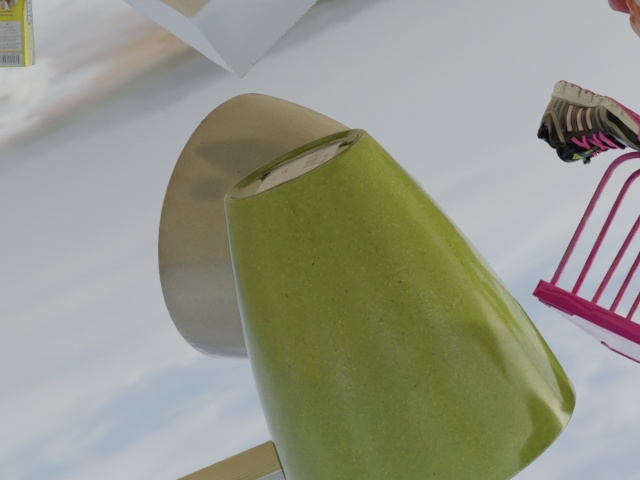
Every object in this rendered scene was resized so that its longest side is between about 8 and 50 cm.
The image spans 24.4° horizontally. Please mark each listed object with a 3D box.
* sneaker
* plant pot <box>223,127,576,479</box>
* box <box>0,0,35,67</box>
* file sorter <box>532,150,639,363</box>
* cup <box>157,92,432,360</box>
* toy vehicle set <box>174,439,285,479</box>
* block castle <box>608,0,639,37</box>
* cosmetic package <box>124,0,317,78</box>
[{"bbox_3d":[0.273,-0.105,1.479,0.074,0.063,0.170,-61,-149,4],"label":"sneaker"},{"bbox_3d":[0.041,0.060,1.302,0.275,0.293,0.275,-24,-167,6],"label":"plant pot"},{"bbox_3d":[-0.338,-0.259,1.448,0.105,0.179,0.043,0,-169,3],"label":"box"},{"bbox_3d":[0.385,0.047,1.516,0.182,0.202,0.291,-63,151,-1],"label":"file sorter"},{"bbox_3d":[0.000,0.000,1.764,0.237,0.331,0.331,10,-150,32],"label":"cup"},{"bbox_3d":[-0.033,0.281,1.730,0.166,0.035,0.267,-24,157,18],"label":"toy vehicle set"},{"bbox_3d":[0.510,-0.248,1.594,0.303,0.212,0.453,-20,-140,-1],"label":"block castle"},{"bbox_3d":[-0.091,-0.345,1.504,0.284,0.097,0.377,-48,-141,-4],"label":"cosmetic package"}]
